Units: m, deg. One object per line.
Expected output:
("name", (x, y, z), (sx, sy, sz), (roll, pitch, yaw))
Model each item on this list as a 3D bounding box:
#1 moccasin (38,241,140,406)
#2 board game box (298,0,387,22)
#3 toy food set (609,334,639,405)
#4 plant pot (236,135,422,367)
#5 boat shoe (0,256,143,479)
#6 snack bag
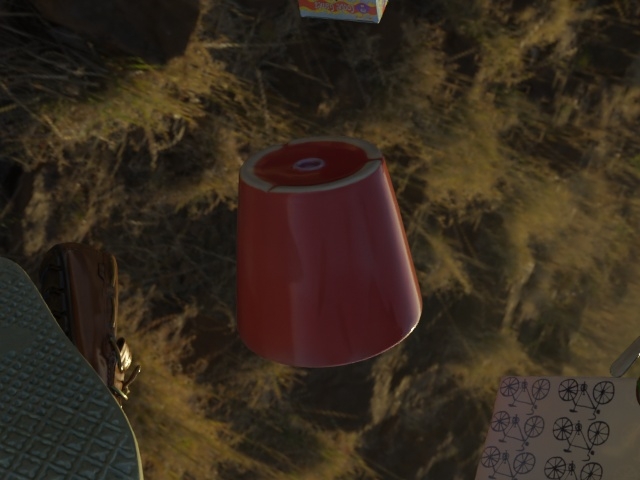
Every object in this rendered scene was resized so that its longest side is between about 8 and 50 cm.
("moccasin", (-0.348, 0.187, 1.354), (0.147, 0.379, 0.139), (10, 143, -39))
("board game box", (0.062, -0.520, 1.500), (0.142, 0.144, 0.275), (78, 26, -52))
("toy food set", (0.361, 0.154, 0.807), (0.128, 0.218, 0.071), (-43, 147, 14))
("plant pot", (0.000, 0.000, 1.219), (0.275, 0.275, 0.243), (-34, 127, -41))
("boat shoe", (-0.329, 0.206, 0.939), (0.187, 0.500, 0.155), (-2, 124, -37))
("snack bag", (0.304, 0.328, 1.067), (0.037, 0.323, 0.342), (30, 69, -29))
